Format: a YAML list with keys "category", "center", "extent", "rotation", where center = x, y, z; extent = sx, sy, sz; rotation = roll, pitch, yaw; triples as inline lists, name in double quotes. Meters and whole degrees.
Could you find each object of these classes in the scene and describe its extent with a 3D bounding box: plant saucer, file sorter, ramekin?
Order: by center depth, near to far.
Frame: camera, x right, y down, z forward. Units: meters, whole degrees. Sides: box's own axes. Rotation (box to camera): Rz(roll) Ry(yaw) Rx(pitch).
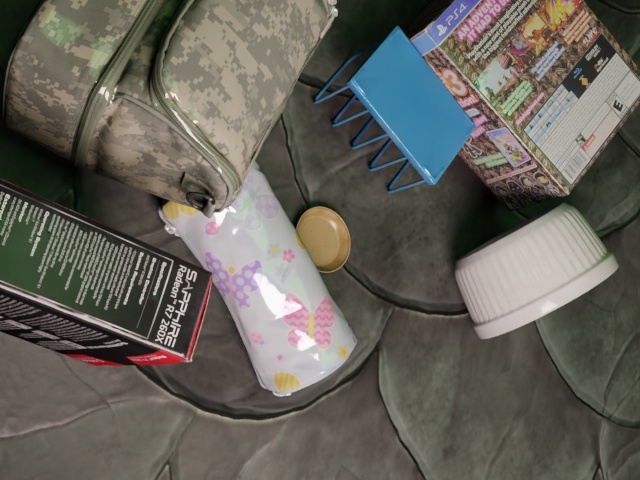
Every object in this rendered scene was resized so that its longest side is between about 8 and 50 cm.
- category: "plant saucer"
  center: [0.000, 0.000, 1.243]
  extent: [0.083, 0.015, 0.084]
  rotation: [9, 74, -34]
- category: "file sorter"
  center: [0.091, -0.162, 1.288]
  extent: [0.170, 0.104, 0.118]
  rotation: [49, 56, -18]
- category: "ramekin"
  center: [0.277, 0.035, 1.324]
  extent: [0.207, 0.207, 0.109]
  rotation: [-27, 87, -36]

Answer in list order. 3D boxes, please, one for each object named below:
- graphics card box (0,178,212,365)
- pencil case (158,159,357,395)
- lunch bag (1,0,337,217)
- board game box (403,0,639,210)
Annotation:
- category: "graphics card box"
  center: [-0.308, 0.011, 0.884]
  extent: [0.370, 0.232, 0.094]
  rotation: [25, 71, -28]
- category: "pencil case"
  center: [-0.069, 0.039, 1.126]
  extent: [0.124, 0.113, 0.273]
  rotation: [-33, 100, -16]
- category: "lunch bag"
  center: [-0.144, -0.200, 1.031]
  extent: [0.256, 0.212, 0.305]
  rotation: [30, 61, -10]
- category: "board game box"
  center: [0.266, -0.229, 1.367]
  extent: [0.291, 0.141, 0.232]
  rotation: [47, 67, -11]
